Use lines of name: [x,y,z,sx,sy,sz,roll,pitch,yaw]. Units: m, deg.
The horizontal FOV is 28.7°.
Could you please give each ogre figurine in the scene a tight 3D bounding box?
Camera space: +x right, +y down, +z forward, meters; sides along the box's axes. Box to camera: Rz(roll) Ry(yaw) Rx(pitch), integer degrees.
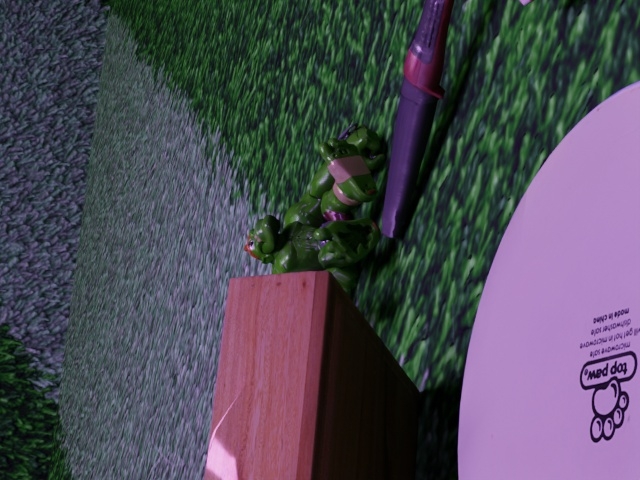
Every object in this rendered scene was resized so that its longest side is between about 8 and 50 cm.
ogre figurine: [0.000,0.000,1.047,0.118,0.097,0.197,-47,42,41]

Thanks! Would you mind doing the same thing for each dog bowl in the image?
dog bowl: [0.162,0.067,0.520,0.265,0.104,0.265,-168,90,-72]

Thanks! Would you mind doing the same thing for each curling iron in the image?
curling iron: [0.088,-0.126,0.950,0.035,0.068,0.274,27,115,35]

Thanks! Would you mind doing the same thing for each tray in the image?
tray: [-0.006,0.247,0.745,0.203,0.076,0.411,54,-145,-55]

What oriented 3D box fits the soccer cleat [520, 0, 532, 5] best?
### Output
soccer cleat: [0.142,-0.260,0.850,0.095,0.083,0.248,-37,37,30]
